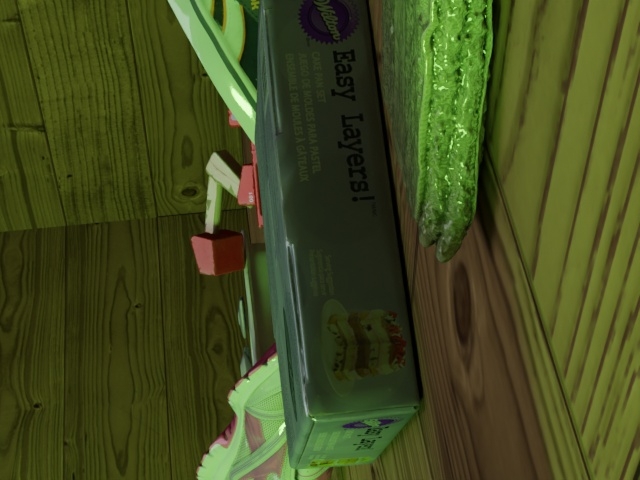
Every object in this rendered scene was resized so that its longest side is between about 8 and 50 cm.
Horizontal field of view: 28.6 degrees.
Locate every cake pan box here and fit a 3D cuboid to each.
[{"bbox_3d":[0.000,0.000,0.789,0.245,0.070,0.266,106,158,-71],"label":"cake pan box"}]

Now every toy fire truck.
[{"bbox_3d":[-0.077,-0.060,1.283,0.135,0.047,0.192,1,100,43],"label":"toy fire truck"}]

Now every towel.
[{"bbox_3d":[0.041,-0.078,0.452,0.110,0.027,0.148,-100,5,-51],"label":"towel"}]

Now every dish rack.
[{"bbox_3d":[-0.043,0.168,1.454,0.333,0.072,0.285,94,169,-62],"label":"dish rack"}]

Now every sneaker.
[{"bbox_3d":[-0.025,0.170,1.166,0.103,0.111,0.252,-45,-15,-42],"label":"sneaker"},{"bbox_3d":[-0.058,-0.210,1.010,0.321,0.127,0.126,60,-172,-15],"label":"sneaker"}]

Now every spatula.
[{"bbox_3d":[-0.090,0.147,1.473,0.242,0.019,0.168,178,85,-86],"label":"spatula"}]
